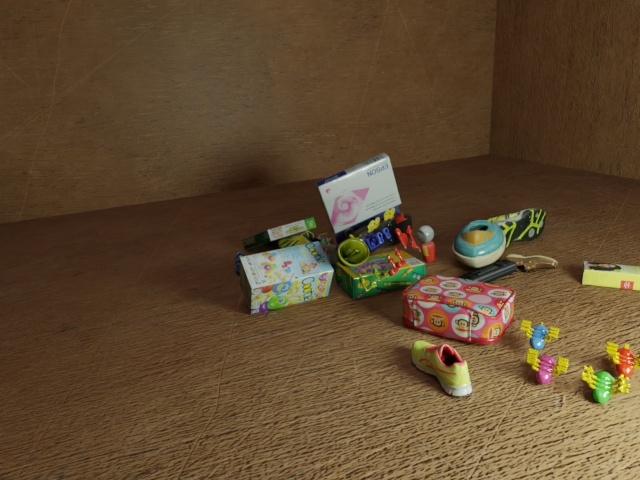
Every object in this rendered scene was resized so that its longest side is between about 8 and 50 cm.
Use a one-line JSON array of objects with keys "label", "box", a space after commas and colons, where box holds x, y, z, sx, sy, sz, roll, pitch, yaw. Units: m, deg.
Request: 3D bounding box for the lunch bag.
[{"label": "lunch bag", "box": [0.407, 0.183, 1.372, 0.293, 0.120, 0.258, 9, 22, 35]}]

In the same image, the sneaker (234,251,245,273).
[{"label": "sneaker", "box": [-0.318, 0.093, 1.875, 0.053, 0.059, 0.144, -8, 20, -18]}]

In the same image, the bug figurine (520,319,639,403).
[{"label": "bug figurine", "box": [0.607, 0.285, 1.109, 0.279, 0.072, 0.216, 14, 32, 32]}]

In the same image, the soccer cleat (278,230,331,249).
[{"label": "soccer cleat", "box": [-0.068, 0.009, 1.972, 0.289, 0.121, 0.093, 12, 25, 42]}]

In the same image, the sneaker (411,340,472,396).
[{"label": "sneaker", "box": [0.294, 0.284, 1.139, 0.082, 0.094, 0.208, -13, 20, -21]}]

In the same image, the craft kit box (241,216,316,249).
[{"label": "craft kit box", "box": [-0.186, -0.031, 2.086, 0.247, 0.060, 0.250, -21, 3, -35]}]

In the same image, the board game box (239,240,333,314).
[{"label": "board game box", "box": [-0.116, 0.122, 1.555, 0.276, 0.142, 0.144, -11, 49, -20]}]

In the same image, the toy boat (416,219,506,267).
[{"label": "toy boat", "box": [0.529, 0.002, 1.769, 0.319, 0.148, 0.267, -5, 25, 23]}]

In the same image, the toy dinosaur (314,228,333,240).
[{"label": "toy dinosaur", "box": [0.000, 0.000, 2.108, 0.112, 0.064, 0.211, -28, 16, -17]}]

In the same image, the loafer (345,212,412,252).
[{"label": "loafer", "box": [0.255, -0.047, 2.051, 0.366, 0.133, 0.130, -17, 23, -34]}]

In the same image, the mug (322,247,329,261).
[{"label": "mug", "box": [-0.056, 0.096, 1.740, 0.170, 0.113, 0.150, -5, 17, 8]}]

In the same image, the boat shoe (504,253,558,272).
[{"label": "boat shoe", "box": [0.752, 0.090, 1.680, 0.178, 0.064, 0.060, 4, 57, 33]}]

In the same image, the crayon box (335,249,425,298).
[{"label": "crayon box", "box": [0.210, 0.116, 1.666, 0.279, 0.081, 0.165, -10, 20, -17]}]

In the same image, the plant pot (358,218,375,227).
[{"label": "plant pot", "box": [0.185, -0.120, 2.254, 0.234, 0.165, 0.166, 0, 17, 41]}]

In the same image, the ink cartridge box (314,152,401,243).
[{"label": "ink cartridge box", "box": [0.179, -0.165, 2.013, 0.324, 0.330, 0.071, -25, 31, -5]}]

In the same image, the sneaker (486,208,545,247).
[{"label": "sneaker", "box": [0.799, -0.066, 1.987, 0.385, 0.145, 0.147, -12, 21, -26]}]

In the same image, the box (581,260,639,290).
[{"label": "box", "box": [0.993, 0.119, 1.537, 0.232, 0.058, 0.087, 6, 21, 25]}]

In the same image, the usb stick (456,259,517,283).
[{"label": "usb stick", "box": [0.564, 0.123, 1.618, 0.278, 0.045, 0.077, -17, 18, -27]}]

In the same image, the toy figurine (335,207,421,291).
[{"label": "toy figurine", "box": [0.146, 0.054, 1.607, 0.363, 0.191, 0.217, -34, 4, -41]}]

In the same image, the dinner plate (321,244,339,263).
[{"label": "dinner plate", "box": [0.050, 0.060, 1.821, 0.141, 0.141, 0.017, 3, 56, 20]}]
